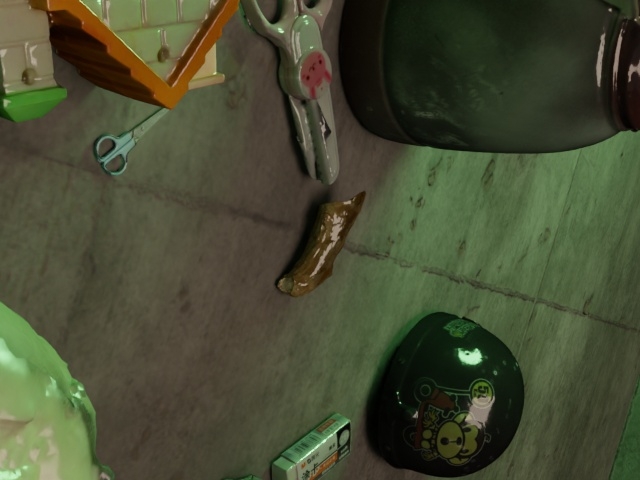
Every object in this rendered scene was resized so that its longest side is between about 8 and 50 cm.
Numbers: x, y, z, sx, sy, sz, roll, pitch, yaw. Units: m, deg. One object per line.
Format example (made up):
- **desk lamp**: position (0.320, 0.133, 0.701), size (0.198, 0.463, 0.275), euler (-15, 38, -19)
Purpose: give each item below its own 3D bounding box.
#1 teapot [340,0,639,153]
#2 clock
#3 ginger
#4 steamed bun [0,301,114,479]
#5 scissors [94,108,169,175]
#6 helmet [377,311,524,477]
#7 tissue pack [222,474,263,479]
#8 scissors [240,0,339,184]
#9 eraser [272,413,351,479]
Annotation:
- **teapot**: position (0.197, -0.225, 0.758), size (0.233, 0.312, 0.315), euler (-57, 141, -24)
- **clock**: position (-0.142, -0.218, 0.501), size (0.220, 0.106, 0.255), euler (-24, 127, -44)
- **ginger**: position (0.003, 0.001, 0.821), size (0.137, 0.044, 0.057), euler (-63, 172, -4)
- **steamed bun**: position (-0.277, 0.182, 0.366), size (0.312, 0.233, 0.333), euler (-9, 102, -49)
- **scissors**: position (-0.148, -0.087, 0.615), size (0.083, 0.006, 0.036), euler (-49, 136, -29)
- **helmet**: position (0.205, 0.227, 1.074), size (0.279, 0.161, 0.230), euler (-2, 103, -51)
- **tissue pack**: position (-0.065, 0.342, 0.800), size (0.065, 0.116, 0.155), euler (16, 90, -57)
- **scissors**: position (-0.014, -0.167, 0.739), size (0.118, 0.031, 0.242), euler (-38, 127, -38)
- **eraser**: position (-0.008, 0.260, 0.915), size (0.122, 0.029, 0.052), euler (-26, 123, -45)
